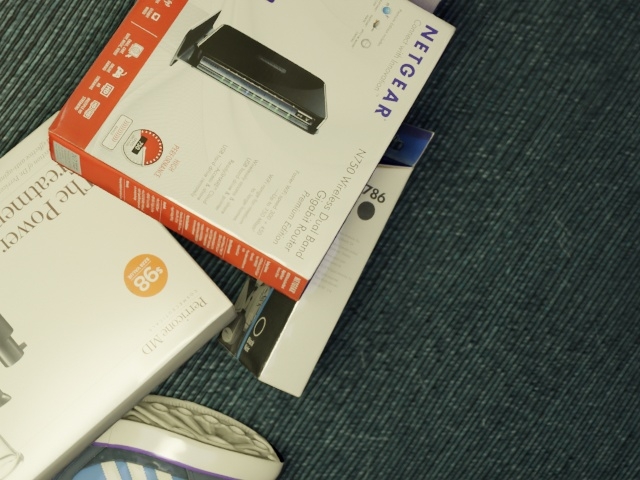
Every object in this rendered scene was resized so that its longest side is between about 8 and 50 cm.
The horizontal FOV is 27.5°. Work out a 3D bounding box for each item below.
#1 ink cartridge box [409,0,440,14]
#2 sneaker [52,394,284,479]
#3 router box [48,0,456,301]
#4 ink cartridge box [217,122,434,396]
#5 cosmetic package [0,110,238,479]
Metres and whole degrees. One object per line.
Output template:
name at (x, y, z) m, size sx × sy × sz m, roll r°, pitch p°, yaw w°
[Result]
ink cartridge box at (0.067, -0.320, 1.513) m, size 0.171 × 0.056 × 0.235 m, roll 28°, pitch 98°, yaw -22°
sneaker at (-0.226, 0.305, 1.508) m, size 0.323 × 0.130 × 0.236 m, roll 17°, pitch 103°, yaw -25°
router box at (-0.067, -0.156, 1.370) m, size 0.301 × 0.082 × 0.335 m, roll 29°, pitch 69°, yaw 1°
ink cartridge box at (0.000, 0.000, 1.495) m, size 0.065 × 0.165 × 0.333 m, roll 27°, pitch 90°, yaw -24°
cosmetic package at (-0.320, 0.093, 1.372) m, size 0.377 × 0.097 × 0.284 m, roll -42°, pitch 83°, yaw -8°
